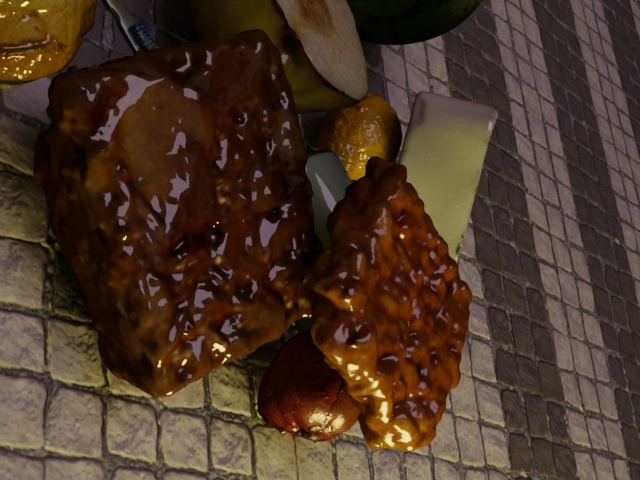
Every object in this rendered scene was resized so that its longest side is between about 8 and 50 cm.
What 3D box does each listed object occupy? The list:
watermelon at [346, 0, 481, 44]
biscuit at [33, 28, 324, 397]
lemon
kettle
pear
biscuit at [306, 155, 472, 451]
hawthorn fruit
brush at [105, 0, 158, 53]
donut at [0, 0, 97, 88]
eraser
[{"bbox_3d":[0.135,-0.515,1.854,0.363,0.363,0.363,29,49,-40],"label":"watermelon"},{"bbox_3d":[-0.164,-0.042,1.283,0.342,0.166,0.395,-23,106,-42],"label":"biscuit"},{"bbox_3d":[0.065,-0.172,1.743,0.142,0.142,0.187,54,39,-15],"label":"lemon"},{"bbox_3d":[0.000,0.000,1.570,0.240,0.165,0.255,22,44,-82],"label":"kettle"},{"bbox_3d":[-0.082,-0.329,1.594,0.340,0.191,0.386,58,23,-18],"label":"pear"},{"bbox_3d":[0.094,0.091,1.375,0.312,0.110,0.318,59,43,-35],"label":"biscuit"},{"bbox_3d":[-0.008,0.191,1.430,0.148,0.148,0.172,26,66,-42],"label":"hawthorn fruit"},{"bbox_3d":[-0.278,-0.322,1.489,0.033,0.030,0.179,-39,103,-43],"label":"brush"},{"bbox_3d":[-0.390,-0.259,1.119,0.330,0.329,0.160,-34,132,-54],"label":"donut"},{"bbox_3d":[0.199,-0.101,1.794,0.331,0.149,0.332,14,90,-83],"label":"eraser"}]
